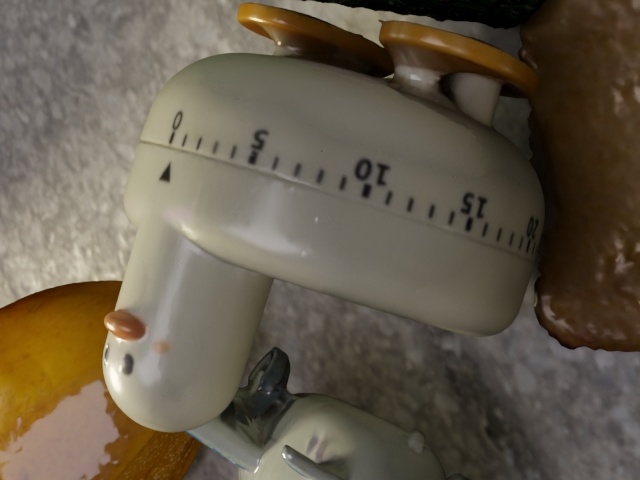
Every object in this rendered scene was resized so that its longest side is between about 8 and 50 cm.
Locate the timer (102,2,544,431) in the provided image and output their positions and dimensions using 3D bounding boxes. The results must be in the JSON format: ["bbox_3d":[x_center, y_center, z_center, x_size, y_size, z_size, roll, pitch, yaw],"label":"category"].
[{"bbox_3d":[0.000,0.000,0.816,0.233,0.233,0.240,17,89,32],"label":"timer"}]

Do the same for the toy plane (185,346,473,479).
[{"bbox_3d":[0.008,0.153,0.868,0.267,0.267,0.123,32,85,26],"label":"toy plane"}]

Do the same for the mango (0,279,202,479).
[{"bbox_3d":[-0.198,0.150,1.040,0.199,0.201,0.350,40,117,-12],"label":"mango"}]

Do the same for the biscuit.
[{"bbox_3d":[0.217,-0.046,0.798,0.237,0.013,0.232,3,102,36],"label":"biscuit"}]

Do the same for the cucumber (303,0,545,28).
[{"bbox_3d":[0.002,-0.150,0.753,0.067,0.293,0.067,1,92,50],"label":"cucumber"}]
